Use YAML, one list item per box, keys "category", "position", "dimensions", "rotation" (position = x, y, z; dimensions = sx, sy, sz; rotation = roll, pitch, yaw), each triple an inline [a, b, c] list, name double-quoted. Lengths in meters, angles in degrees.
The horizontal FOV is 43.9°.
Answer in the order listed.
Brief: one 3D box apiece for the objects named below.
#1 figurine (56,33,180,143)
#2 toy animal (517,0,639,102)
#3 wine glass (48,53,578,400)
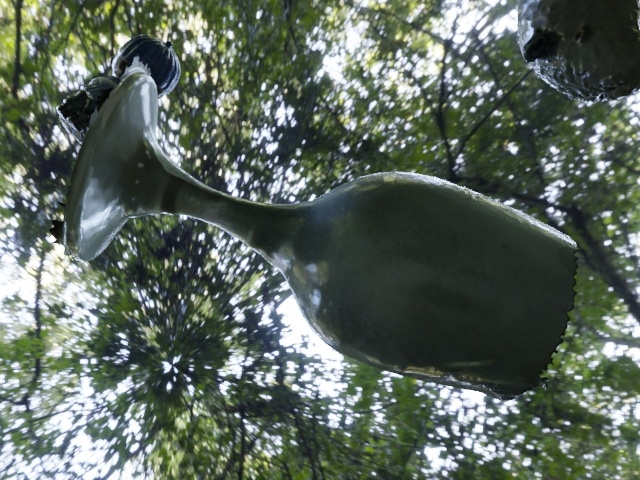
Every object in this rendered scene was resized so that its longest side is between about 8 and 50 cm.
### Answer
- category: "figurine"
  position: [-0.212, -0.165, 0.833]
  dimensions: [0.136, 0.079, 0.077]
  rotation: [-34, -121, -29]
- category: "toy animal"
  position: [0.148, -0.177, 0.519]
  dimensions: [0.079, 0.252, 0.070]
  rotation: [-34, -49, 22]
- category: "wine glass"
  position: [0.000, 0.000, 0.521]
  dimensions: [0.321, 0.143, 0.143]
  rotation: [22, -102, 1]
